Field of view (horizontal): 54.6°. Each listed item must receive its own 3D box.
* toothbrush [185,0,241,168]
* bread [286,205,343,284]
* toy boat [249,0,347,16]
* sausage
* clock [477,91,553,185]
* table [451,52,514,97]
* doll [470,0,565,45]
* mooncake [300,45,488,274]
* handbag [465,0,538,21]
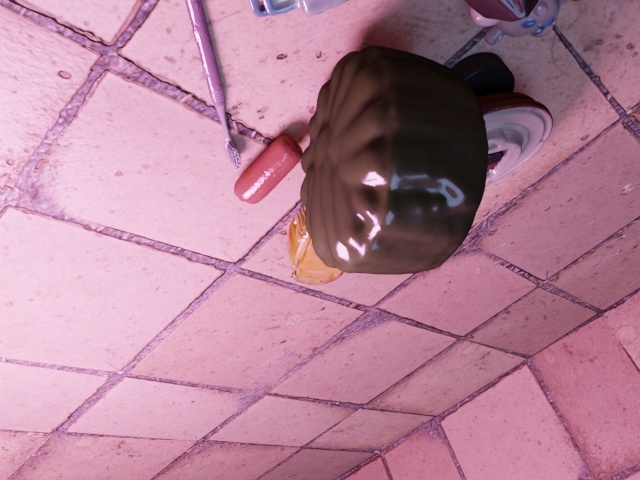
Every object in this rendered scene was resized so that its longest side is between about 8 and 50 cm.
[{"bbox_3d":[-0.165,-0.242,0.982,0.024,0.029,0.354,-27,146,-15],"label":"toothbrush"},{"bbox_3d":[0.000,0.000,1.315,0.132,0.114,0.191,5,129,-18],"label":"bread"},{"bbox_3d":[0.054,-0.391,0.813,0.331,0.133,0.145,-22,143,-1],"label":"toy boat"},{"bbox_3d":[-0.098,-0.127,1.138,0.062,0.062,0.154,20,127,-43],"label":"sausage"},{"bbox_3d":[0.305,-0.168,1.224,0.318,0.080,0.318,-14,157,-6],"label":"clock"},{"bbox_3d":[0.291,-0.280,1.153,0.133,0.043,0.133,-15,144,-11],"label":"table"},{"bbox_3d":[0.324,-0.403,0.909,0.311,0.160,0.242,-29,-177,-41],"label":"doll"},{"bbox_3d":[0.093,-0.122,0.996,0.194,0.356,0.356,2,138,-24],"label":"mooncake"},{"bbox_3d":[0.217,-0.442,0.727,0.257,0.113,0.285,28,98,-29],"label":"handbag"}]
